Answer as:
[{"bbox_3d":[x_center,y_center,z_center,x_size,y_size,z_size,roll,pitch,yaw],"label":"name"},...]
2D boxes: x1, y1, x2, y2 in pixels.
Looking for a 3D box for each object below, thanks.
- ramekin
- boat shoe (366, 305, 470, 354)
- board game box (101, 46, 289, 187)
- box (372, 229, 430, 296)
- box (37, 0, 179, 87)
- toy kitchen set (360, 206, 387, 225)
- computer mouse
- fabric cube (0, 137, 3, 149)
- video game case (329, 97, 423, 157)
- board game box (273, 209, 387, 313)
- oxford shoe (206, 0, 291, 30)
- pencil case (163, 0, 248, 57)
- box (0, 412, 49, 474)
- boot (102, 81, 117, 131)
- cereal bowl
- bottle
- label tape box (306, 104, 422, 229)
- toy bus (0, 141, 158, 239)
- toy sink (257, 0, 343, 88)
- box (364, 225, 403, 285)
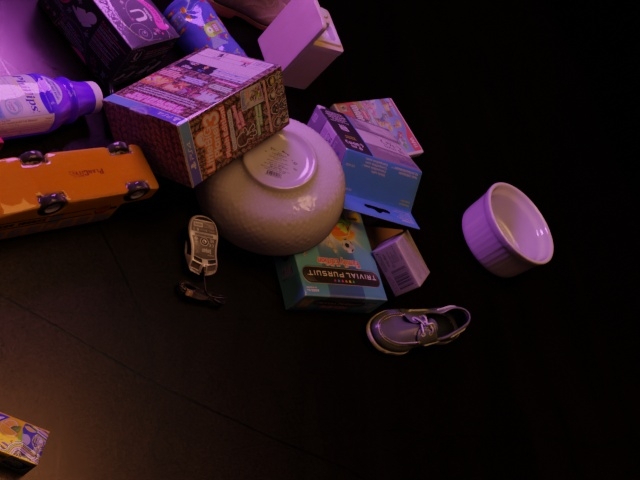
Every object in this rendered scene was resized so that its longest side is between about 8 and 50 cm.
[{"bbox_3d":[0.552,-0.023,2.316,0.277,0.135,0.277,25,47,-29],"label":"ramekin"},{"bbox_3d":[0.243,0.203,1.880,0.319,0.099,0.116,2,60,-43],"label":"boat shoe"},{"bbox_3d":[-0.249,-0.263,1.592,0.232,0.141,0.291,23,46,35],"label":"board game box"},{"bbox_3d":[0.199,0.054,1.900,0.126,0.072,0.137,62,22,-3],"label":"box"},{"bbox_3d":[-0.461,-0.487,1.702,0.247,0.142,0.163,52,40,1],"label":"box"},{"bbox_3d":[0.110,-0.088,1.992,0.083,0.075,0.068,10,53,-44],"label":"toy kitchen set"},{"bbox_3d":[-0.245,0.040,1.592,0.106,0.042,0.193,14,58,-31],"label":"computer mouse"},{"bbox_3d":[-0.685,-0.158,1.156,0.259,0.254,0.258,-25,80,-49],"label":"fabric cube"},{"bbox_3d":[0.168,-0.320,2.263,0.285,0.025,0.204,-17,74,-49],"label":"video game case"},{"bbox_3d":[0.000,0.000,1.821,0.254,0.079,0.336,6,57,-40],"label":"board game box"},{"bbox_3d":[-0.166,-0.666,2.124,0.348,0.130,0.123,-5,65,-45],"label":"oxford shoe"},{"bbox_3d":[-0.251,-0.461,1.896,0.133,0.119,0.306,-40,91,-26],"label":"pencil case"},{"bbox_3d":[-0.499,0.287,1.153,0.169,0.054,0.059,30,44,-23],"label":"box"},{"bbox_3d":[-0.414,-0.275,1.663,0.099,0.045,0.121,6,65,-38],"label":"boot"},{"bbox_3d":[-0.099,-0.144,1.692,0.339,0.141,0.339,7,60,-12],"label":"cereal bowl"},{"bbox_3d":[-0.551,-0.260,1.484,0.283,0.092,0.118,-20,75,-49],"label":"bottle"},{"bbox_3d":[0.120,-0.188,1.942,0.241,0.106,0.333,13,31,-31],"label":"label tape box"},{"bbox_3d":[-0.466,-0.090,1.408,0.333,0.130,0.108,-16,72,-48],"label":"toy bus"},{"bbox_3d":[-0.036,-0.540,2.073,0.131,0.234,0.152,2,59,-42],"label":"toy sink"},{"bbox_3d":[0.164,0.039,1.991,0.201,0.021,0.164,5,59,-41],"label":"box"}]
